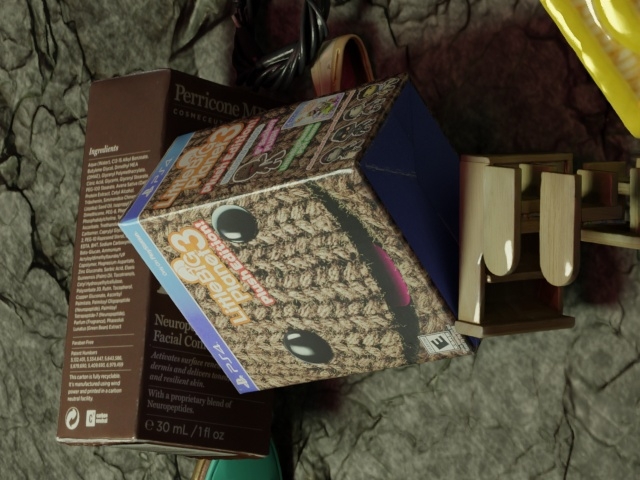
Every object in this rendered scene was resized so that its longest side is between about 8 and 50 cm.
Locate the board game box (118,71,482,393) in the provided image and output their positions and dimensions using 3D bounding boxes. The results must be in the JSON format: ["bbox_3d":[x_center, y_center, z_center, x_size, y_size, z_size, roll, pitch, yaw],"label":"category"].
[{"bbox_3d":[0.000,0.000,1.900,0.291,0.141,0.232,-13,122,37],"label":"board game box"}]

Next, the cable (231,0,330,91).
[{"bbox_3d":[-0.048,-0.226,2.060,0.184,0.047,0.150,20,97,58],"label":"cable"}]

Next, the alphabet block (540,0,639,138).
[{"bbox_3d":[0.308,-0.227,1.576,0.193,0.197,0.192,-34,91,44],"label":"alphabet block"}]

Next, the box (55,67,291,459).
[{"bbox_3d":[-0.145,0.030,2.067,0.143,0.191,0.381,-7,76,45],"label":"box"}]

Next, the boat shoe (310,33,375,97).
[{"bbox_3d":[0.034,-0.127,2.010,0.059,0.063,0.170,-26,76,51],"label":"boat shoe"}]

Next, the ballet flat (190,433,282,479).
[{"bbox_3d":[-0.101,0.356,2.204,0.124,0.116,0.342,-169,72,-65],"label":"ballet flat"}]

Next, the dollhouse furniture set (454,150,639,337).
[{"bbox_3d":[0.230,0.011,1.717,0.242,0.212,0.161,10,102,57],"label":"dollhouse furniture set"}]
